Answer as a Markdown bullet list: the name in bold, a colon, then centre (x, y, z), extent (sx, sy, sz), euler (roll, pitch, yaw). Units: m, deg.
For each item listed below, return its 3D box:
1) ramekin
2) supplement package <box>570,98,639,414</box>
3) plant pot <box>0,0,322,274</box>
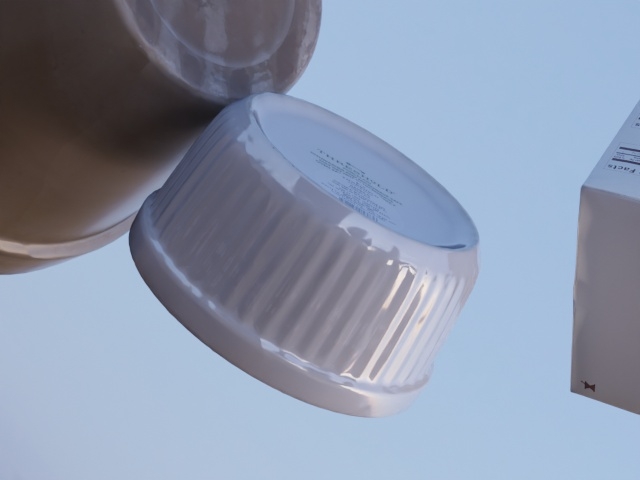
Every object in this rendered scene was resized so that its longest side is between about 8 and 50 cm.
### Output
- **ramekin**: centre (0.000, 0.000, 0.863), extent (0.207, 0.109, 0.207), euler (29, 20, -12)
- **supplement package**: centre (0.283, -0.002, 0.994), extent (0.149, 0.203, 0.194), euler (17, -45, 25)
- **plant pot**: centre (-0.159, -0.155, 0.995), extent (0.280, 0.323, 0.323), euler (-13, -64, 43)
